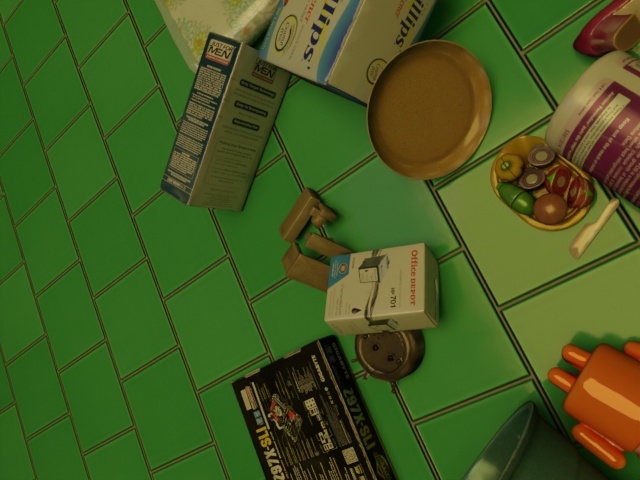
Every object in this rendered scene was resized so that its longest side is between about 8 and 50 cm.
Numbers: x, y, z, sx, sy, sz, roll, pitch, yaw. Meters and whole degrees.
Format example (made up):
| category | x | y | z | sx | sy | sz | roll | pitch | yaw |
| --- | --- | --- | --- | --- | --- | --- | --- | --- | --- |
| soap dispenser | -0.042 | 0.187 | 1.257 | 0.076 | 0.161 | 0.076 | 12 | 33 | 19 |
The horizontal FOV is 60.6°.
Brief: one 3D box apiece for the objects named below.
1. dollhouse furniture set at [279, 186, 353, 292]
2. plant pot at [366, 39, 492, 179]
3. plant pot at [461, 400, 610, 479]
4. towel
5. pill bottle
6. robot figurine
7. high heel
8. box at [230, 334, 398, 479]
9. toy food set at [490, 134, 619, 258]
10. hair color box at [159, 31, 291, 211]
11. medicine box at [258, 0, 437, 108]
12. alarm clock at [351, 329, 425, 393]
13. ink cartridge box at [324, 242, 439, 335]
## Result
| category | x | y | z | sx | sy | sz | roll | pitch | yaw |
| --- | --- | --- | --- | --- | --- | --- | --- | --- | --- |
| dollhouse furniture set | 0.000 | 0.000 | 1.147 | 0.144 | 0.123 | 0.151 | -56 | 29 | 18 |
| plant pot | 0.186 | -0.223 | 0.951 | 0.236 | 0.237 | 0.032 | -67 | 23 | 13 |
| plant pot | 0.350 | 0.470 | 0.773 | 0.334 | 0.341 | 0.341 | 35 | 107 | 18 |
| towel | -0.239 | -0.600 | 1.267 | 0.321 | 0.090 | 0.374 | -38 | 71 | 26 |
| pill bottle | 0.490 | -0.122 | 0.769 | 0.301 | 0.169 | 0.169 | 44 | 111 | 24 |
| robot figurine | 0.454 | 0.237 | 0.810 | 0.219 | 0.158 | 0.128 | 32 | 140 | 28 |
| high heel | 0.505 | -0.377 | 0.839 | 0.082 | 0.117 | 0.244 | 39 | 99 | -19 |
| box | -0.021 | 0.391 | 1.125 | 0.257 | 0.079 | 0.321 | -32 | 73 | 29 |
| toy food set | 0.370 | -0.084 | 0.898 | 0.218 | 0.071 | 0.128 | 46 | 111 | 23 |
| hair color box | -0.204 | -0.245 | 1.189 | 0.105 | 0.174 | 0.347 | 29 | 103 | 30 |
| medicine box | 0.047 | -0.407 | 1.000 | 0.289 | 0.149 | 0.263 | 41 | 111 | 51 |
| alarm clock | 0.137 | 0.185 | 1.043 | 0.129 | 0.064 | 0.192 | 32 | 102 | 28 |
| ink cartridge box | 0.114 | 0.092 | 1.010 | 0.191 | 0.082 | 0.139 | -11 | 56 | 27 |
